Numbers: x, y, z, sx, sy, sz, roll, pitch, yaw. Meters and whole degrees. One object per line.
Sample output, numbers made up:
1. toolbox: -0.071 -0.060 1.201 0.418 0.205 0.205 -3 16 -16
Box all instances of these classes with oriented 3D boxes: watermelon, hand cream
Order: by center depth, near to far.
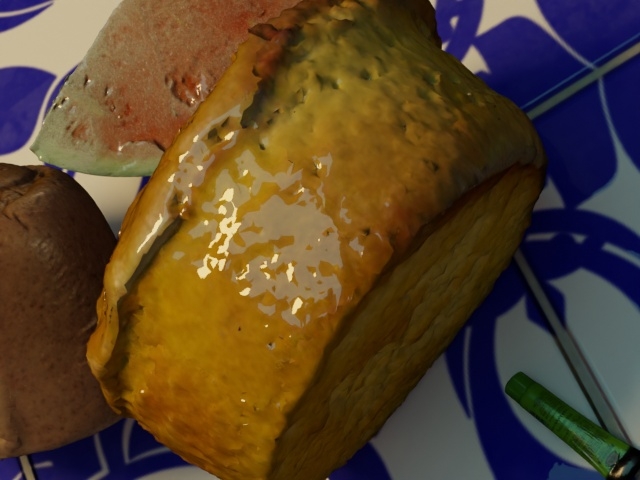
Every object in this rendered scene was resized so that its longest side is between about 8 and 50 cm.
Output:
1. hand cream: 0.197 0.146 1.089 0.122 0.023 0.036 37 92 29
2. watermelon: -0.132 -0.173 1.248 0.224 0.180 0.305 27 82 39

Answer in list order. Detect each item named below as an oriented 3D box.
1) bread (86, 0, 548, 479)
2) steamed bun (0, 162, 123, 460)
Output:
1. bread: 0.000 0.000 1.045 0.215 0.398 0.398 38 93 17
2. steamed bun: -0.251 0.054 1.188 0.301 0.199 0.252 2 103 58
